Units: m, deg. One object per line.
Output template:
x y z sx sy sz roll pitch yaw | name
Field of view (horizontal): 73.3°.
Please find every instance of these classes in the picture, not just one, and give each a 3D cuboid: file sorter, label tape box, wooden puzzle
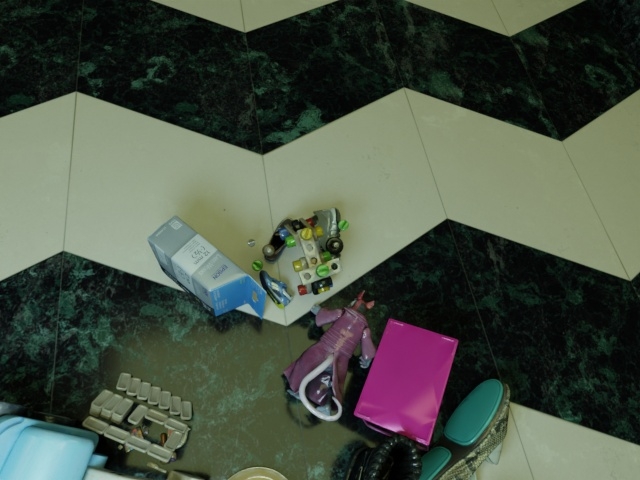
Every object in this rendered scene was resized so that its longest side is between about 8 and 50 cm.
0.254 0.418 1.238 0.202 0.182 0.290 14 61 23 | file sorter
-0.326 0.117 1.265 0.348 0.249 0.115 40 64 10 | label tape box
-0.507 0.538 1.165 0.083 0.006 0.049 -21 70 -19 | wooden puzzle

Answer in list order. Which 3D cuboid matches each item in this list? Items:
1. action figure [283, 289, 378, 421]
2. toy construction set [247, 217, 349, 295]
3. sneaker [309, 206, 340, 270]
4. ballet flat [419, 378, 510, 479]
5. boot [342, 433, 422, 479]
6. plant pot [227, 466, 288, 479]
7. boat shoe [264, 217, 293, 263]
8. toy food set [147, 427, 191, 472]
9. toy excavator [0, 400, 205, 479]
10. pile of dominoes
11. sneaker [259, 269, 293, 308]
0.036 0.298 1.243 0.248 0.275 0.370 29 77 11 | action figure
-0.067 0.042 1.281 0.309 0.237 0.257 8 87 -7 | toy construction set
0.000 0.000 1.487 0.132 0.086 0.228 -1 74 15 | sneaker
0.400 0.619 1.221 0.483 0.164 0.182 -40 98 -18 | ballet flat
0.125 0.664 1.053 0.131 0.260 0.347 21 57 -9 | boot
-0.167 0.716 1.104 0.237 0.032 0.236 1 54 -1 | plant pot
-0.132 -0.009 1.462 0.066 0.066 0.183 21 63 0 | boat shoe
-0.415 0.556 1.165 0.078 0.019 0.122 22 63 1 | toy food set
-0.557 0.549 1.000 0.446 0.433 0.222 0 59 26 | toy excavator
-0.477 0.471 1.148 0.251 0.040 0.196 24 24 1 | pile of dominoes
-0.145 0.152 1.393 0.059 0.053 0.144 -32 78 -28 | sneaker
